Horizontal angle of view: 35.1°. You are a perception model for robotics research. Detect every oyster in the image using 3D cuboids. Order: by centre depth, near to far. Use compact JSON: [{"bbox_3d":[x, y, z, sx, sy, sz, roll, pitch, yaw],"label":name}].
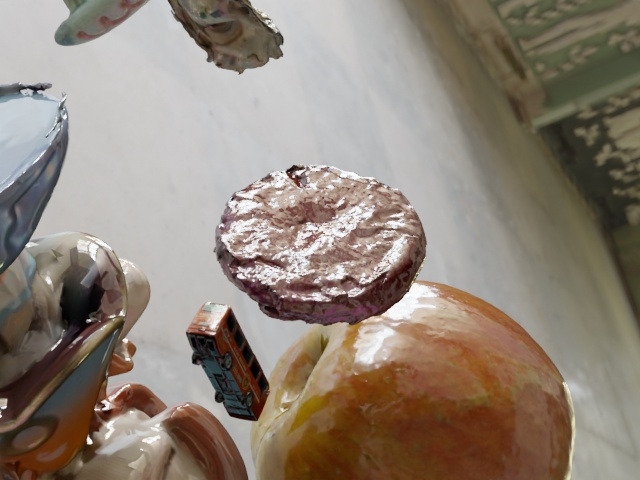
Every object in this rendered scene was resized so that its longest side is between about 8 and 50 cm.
[{"bbox_3d":[-0.101,-0.240,1.060,0.166,0.108,0.053,45,60,-41],"label":"oyster"}]

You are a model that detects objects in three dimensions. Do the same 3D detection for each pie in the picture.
[{"bbox_3d":[0.000,0.000,0.701,0.154,0.154,0.036,-89,179,-47],"label":"pie"}]

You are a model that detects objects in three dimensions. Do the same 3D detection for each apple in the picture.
[{"bbox_3d":[0.072,0.172,0.907,0.301,0.301,0.302,51,26,-38],"label":"apple"}]

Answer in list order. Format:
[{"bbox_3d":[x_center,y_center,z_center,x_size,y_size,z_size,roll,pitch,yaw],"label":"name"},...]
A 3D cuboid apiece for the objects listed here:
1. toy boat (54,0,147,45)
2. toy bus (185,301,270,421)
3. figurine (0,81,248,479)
[{"bbox_3d":[-0.245,-0.314,1.124,0.134,0.207,0.079,59,17,10],"label":"toy boat"},{"bbox_3d":[-0.071,0.097,0.799,0.110,0.031,0.043,70,35,-43],"label":"toy bus"},{"bbox_3d":[-0.175,0.128,0.592,0.277,0.248,0.388,-51,130,-37],"label":"figurine"}]
